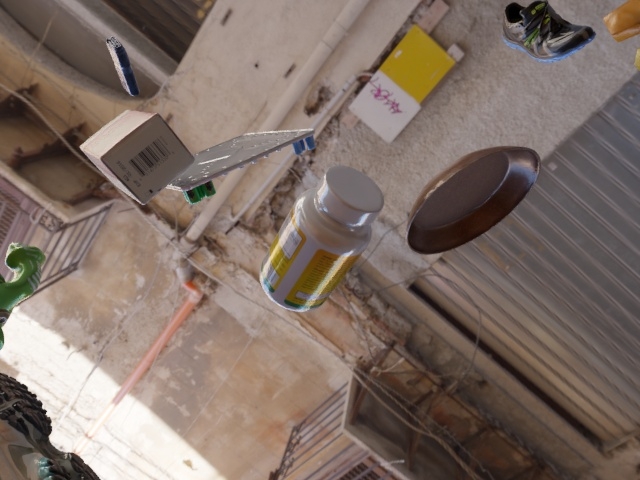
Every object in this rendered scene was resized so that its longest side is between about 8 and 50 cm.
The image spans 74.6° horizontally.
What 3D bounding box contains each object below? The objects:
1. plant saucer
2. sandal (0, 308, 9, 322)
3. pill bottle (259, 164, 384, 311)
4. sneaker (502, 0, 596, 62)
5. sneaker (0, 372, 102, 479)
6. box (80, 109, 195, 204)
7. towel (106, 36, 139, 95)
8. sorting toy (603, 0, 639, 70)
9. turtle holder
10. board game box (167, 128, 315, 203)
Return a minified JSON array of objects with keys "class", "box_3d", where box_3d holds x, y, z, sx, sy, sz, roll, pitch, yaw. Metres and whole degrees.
[{"class":"plant saucer","box_3d":[0.195,-0.056,0.564,0.198,0.198,0.036,15,-142,-46]},{"class":"sandal","box_3d":[-0.637,0.154,0.740,0.180,0.072,0.049,24,-129,-76]},{"class":"pill bottle","box_3d":[0.000,0.000,0.596,0.117,0.208,0.118,18,-139,-17]},{"class":"sneaker","box_3d":[0.371,-0.358,0.709,0.078,0.067,0.188,51,-174,-42]},{"class":"sneaker","box_3d":[-0.365,0.250,0.460,0.283,0.122,0.110,39,159,19]},{"class":"box","box_3d":[-0.406,-0.191,0.922,0.232,0.149,0.127,23,154,48]},{"class":"towel","box_3d":[-0.455,-0.402,0.974,0.029,0.120,0.067,-30,-123,-24]},{"class":"sorting toy","box_3d":[0.417,-0.243,0.336,0.041,0.307,0.229,15,-122,-35]},{"class":"turtle holder","box_3d":[-0.751,0.097,0.829,0.227,0.320,0.243,41,168,32]},{"class":"board game box","box_3d":[-0.264,-0.213,1.149,0.389,0.051,0.389,-32,-152,-30]}]
